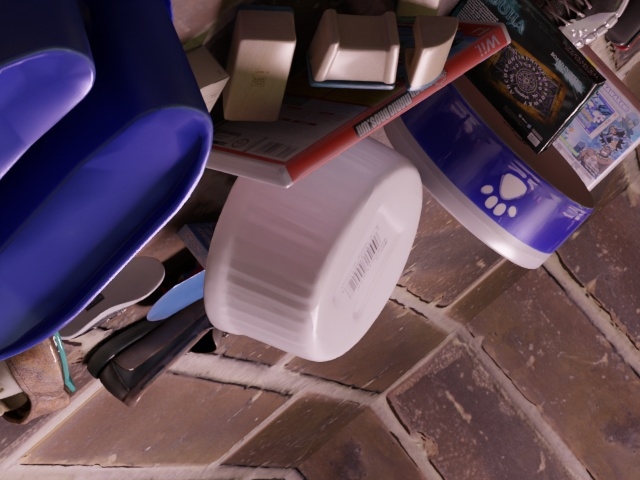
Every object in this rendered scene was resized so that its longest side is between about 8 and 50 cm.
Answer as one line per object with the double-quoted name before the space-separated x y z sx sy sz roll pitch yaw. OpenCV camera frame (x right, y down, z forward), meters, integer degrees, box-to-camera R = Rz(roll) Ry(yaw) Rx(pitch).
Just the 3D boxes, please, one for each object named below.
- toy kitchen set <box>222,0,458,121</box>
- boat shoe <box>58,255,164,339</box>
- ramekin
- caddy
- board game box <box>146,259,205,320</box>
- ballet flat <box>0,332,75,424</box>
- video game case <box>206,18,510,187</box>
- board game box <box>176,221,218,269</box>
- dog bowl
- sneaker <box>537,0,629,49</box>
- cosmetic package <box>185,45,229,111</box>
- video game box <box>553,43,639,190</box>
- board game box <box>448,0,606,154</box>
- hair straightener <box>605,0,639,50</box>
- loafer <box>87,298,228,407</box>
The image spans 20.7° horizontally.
"toy kitchen set" 0.012 -0.211 1.666 0.207 0.166 0.122 2 146 -11
"boat shoe" -0.236 0.063 1.938 0.142 0.049 0.040 -31 171 -7
"ramekin" 0.000 0.000 1.945 0.277 0.135 0.277 -50 154 -35
"caddy" -0.238 -0.075 1.218 0.341 0.179 0.241 -44 139 19
"board game box" -0.146 0.038 2.117 0.168 0.033 0.133 -29 169 -18
"ballet flat" -0.319 0.135 1.834 0.106 0.108 0.316 -26 163 -12
"video game case" 0.024 -0.145 1.741 0.285 0.025 0.204 -34 -156 -21
"board game box" -0.113 0.018 2.011 0.020 0.090 0.090 -44 166 20
"dog bowl" 0.204 -0.095 2.117 0.104 0.265 0.265 -47 165 16
"sneaker" 0.284 -0.268 2.164 0.228 0.086 0.132 -45 163 24
"cosmetic package" -0.135 -0.122 1.616 0.060 0.041 0.115 -26 161 -41
"video game box" 0.311 -0.164 2.308 0.187 0.205 0.048 -46 169 27
"board game box" 0.223 -0.205 1.981 0.026 0.186 0.126 -28 163 -45
"hair straightener" 0.490 -0.363 2.471 0.230 0.047 0.089 -43 166 14
"loafer" -0.171 0.127 2.216 0.267 0.084 0.096 -30 163 -35
